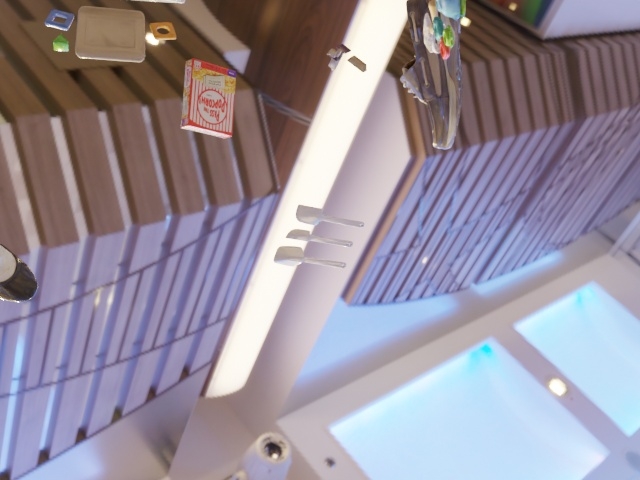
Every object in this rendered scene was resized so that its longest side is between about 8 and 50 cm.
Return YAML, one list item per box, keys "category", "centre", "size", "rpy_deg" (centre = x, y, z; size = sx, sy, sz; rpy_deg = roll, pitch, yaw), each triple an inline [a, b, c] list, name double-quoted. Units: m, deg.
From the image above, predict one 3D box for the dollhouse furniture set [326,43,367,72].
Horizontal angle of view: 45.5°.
- category: "dollhouse furniture set"
  centre: [0.073, -0.528, 2.334]
  size: [0.114, 0.081, 0.091]
  rpy_deg: [39, -144, 8]

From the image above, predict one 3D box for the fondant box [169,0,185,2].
- category: "fondant box"
  centre: [-0.369, -0.573, 1.415]
  size: [0.330, 0.238, 0.096]
  rpy_deg: [19, -163, 41]

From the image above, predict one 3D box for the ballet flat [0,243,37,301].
- category: "ballet flat"
  centre: [-0.690, 0.021, 1.525]
  size: [0.280, 0.096, 0.095]
  rpy_deg: [38, -114, -2]

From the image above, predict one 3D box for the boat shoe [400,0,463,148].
- category: "boat shoe"
  centre: [0.249, -0.380, 1.707]
  size: [0.130, 0.355, 0.132]
  rpy_deg: [1, -157, 15]

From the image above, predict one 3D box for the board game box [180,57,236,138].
- category: "board game box"
  centre: [-0.315, -0.399, 2.159]
  size: [0.147, 0.045, 0.193]
  rpy_deg: [8, -98, -40]

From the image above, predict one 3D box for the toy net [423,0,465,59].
- category: "toy net"
  centre: [0.227, -0.383, 1.392]
  size: [0.045, 0.122, 0.232]
  rpy_deg: [-11, 178, 0]

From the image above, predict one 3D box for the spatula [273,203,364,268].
- category: "spatula"
  centre: [0.000, 0.000, 1.937]
  size: [0.242, 0.168, 0.019]
  rpy_deg: [10, -163, -43]

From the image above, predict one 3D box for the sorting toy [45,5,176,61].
- category: "sorting toy"
  centre: [-0.575, -0.559, 2.102]
  size: [0.347, 0.047, 0.196]
  rpy_deg: [1, -126, -14]
